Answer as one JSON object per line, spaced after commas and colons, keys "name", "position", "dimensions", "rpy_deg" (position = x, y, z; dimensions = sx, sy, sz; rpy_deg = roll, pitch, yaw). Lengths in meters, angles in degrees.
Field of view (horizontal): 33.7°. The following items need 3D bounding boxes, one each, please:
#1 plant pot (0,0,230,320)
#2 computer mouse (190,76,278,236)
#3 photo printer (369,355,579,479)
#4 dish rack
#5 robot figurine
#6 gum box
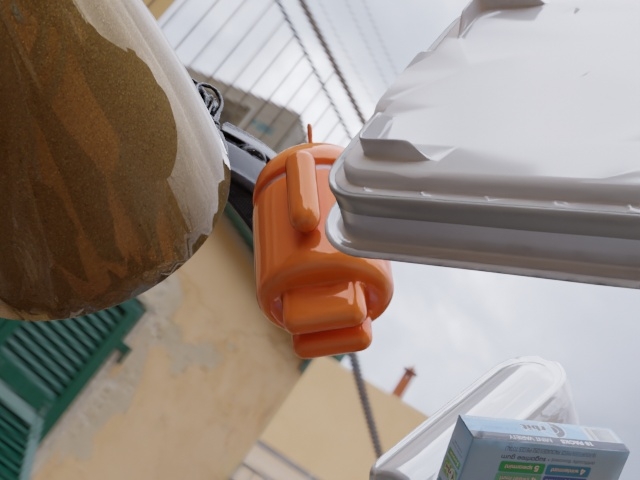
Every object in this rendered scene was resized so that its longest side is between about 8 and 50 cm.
{"name": "plant pot", "position": [-0.204, -0.114, 0.715], "dimensions": [0.237, 0.237, 0.254], "rpy_deg": [23, -32, 27]}
{"name": "computer mouse", "position": [-0.063, -0.060, 1.206], "dimensions": [0.072, 0.188, 0.272], "rpy_deg": [-27, -49, 13]}
{"name": "photo printer", "position": [0.193, 0.291, 1.213], "dimensions": [0.107, 0.307, 0.256], "rpy_deg": [16, -56, 41]}
{"name": "dish rack", "position": [0.178, -0.091, 0.684], "dimensions": [0.333, 0.285, 0.072], "rpy_deg": [5, -46, 37]}
{"name": "robot figurine", "position": [0.000, 0.001, 0.981], "dimensions": [0.158, 0.219, 0.128], "rpy_deg": [25, -46, -35]}
{"name": "gum box", "position": [0.175, 0.250, 0.958], "dimensions": [0.157, 0.184, 0.041], "rpy_deg": [8, 22, -18]}
